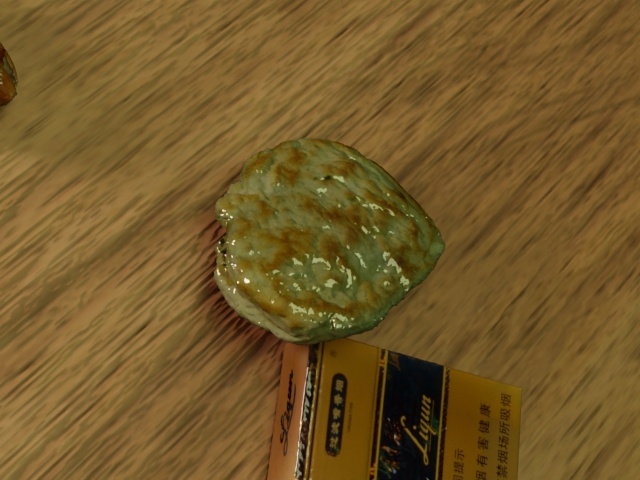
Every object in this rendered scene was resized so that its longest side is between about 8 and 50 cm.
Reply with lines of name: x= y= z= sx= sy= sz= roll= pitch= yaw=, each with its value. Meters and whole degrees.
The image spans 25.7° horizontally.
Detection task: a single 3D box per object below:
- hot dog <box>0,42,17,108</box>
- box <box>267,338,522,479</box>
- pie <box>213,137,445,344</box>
hot dog: x=-0.363 y=-0.202 z=1.206 sx=0.249 sy=0.076 sz=0.102 roll=44 pitch=61 yaw=-9
box: x=0.073 y=0.188 z=1.312 sx=0.237 sy=0.070 sz=0.152 roll=19 pitch=65 yaw=-25
pie: x=0.000 y=0.000 z=1.311 sx=0.201 sy=0.090 sz=0.248 roll=38 pitch=45 yaw=12
